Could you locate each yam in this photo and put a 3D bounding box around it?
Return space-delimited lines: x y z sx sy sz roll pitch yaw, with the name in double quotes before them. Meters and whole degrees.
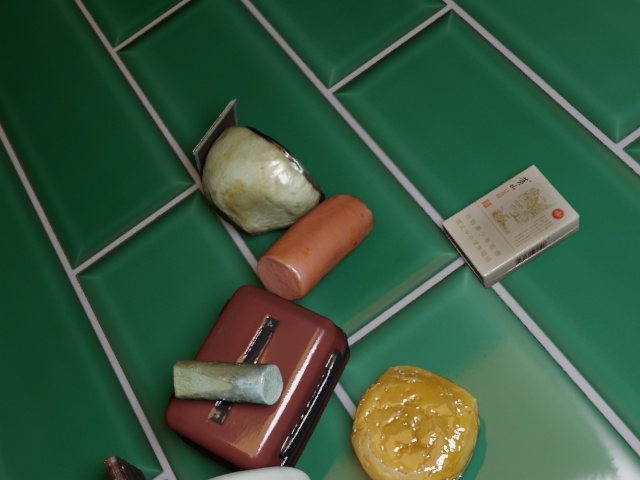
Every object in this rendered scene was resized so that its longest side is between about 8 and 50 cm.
"yam" -0.149 0.221 1.243 0.169 0.068 0.068 0 64 17

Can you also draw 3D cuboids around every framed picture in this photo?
"framed picture" -0.211 -0.200 1.610 0.011 0.183 0.142 34 77 5

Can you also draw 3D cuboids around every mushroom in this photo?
"mushroom" -0.135 -0.107 1.527 0.267 0.189 0.164 36 82 30

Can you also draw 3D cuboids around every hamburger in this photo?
"hamburger" 0.154 0.311 1.271 0.213 0.108 0.214 -8 57 12

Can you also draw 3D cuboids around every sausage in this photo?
"sausage" 0.000 0.000 1.442 0.113 0.114 0.259 24 46 27

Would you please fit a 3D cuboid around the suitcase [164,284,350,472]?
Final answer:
"suitcase" -0.102 0.245 1.351 0.236 0.161 0.297 21 71 25

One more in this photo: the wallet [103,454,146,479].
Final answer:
"wallet" -0.288 0.471 1.315 0.042 0.124 0.230 -34 59 -7

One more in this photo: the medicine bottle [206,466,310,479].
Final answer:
"medicine bottle" -0.108 0.491 1.172 0.252 0.252 0.241 -21 59 6

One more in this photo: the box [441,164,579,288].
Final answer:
"box" 0.338 -0.025 1.408 0.201 0.058 0.141 -34 59 0
